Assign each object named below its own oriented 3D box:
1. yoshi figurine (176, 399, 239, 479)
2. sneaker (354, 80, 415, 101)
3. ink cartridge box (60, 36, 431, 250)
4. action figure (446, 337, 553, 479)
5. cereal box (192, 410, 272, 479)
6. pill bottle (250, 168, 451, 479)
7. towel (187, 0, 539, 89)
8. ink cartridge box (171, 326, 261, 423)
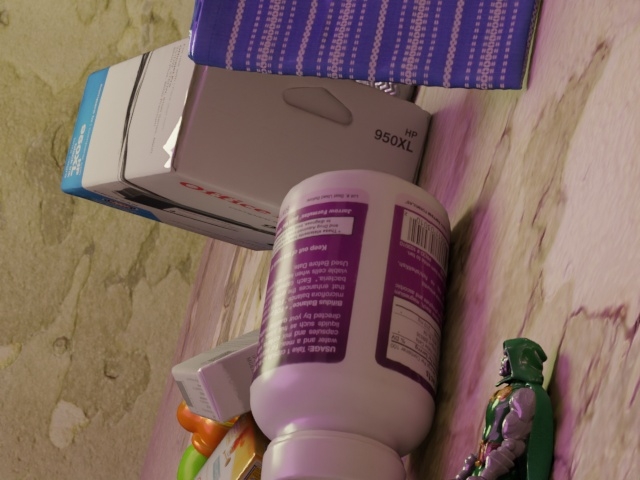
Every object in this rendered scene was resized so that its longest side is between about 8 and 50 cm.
[{"bbox_3d":[-0.164,0.388,2.088,0.203,0.204,0.362,-40,-37,-79],"label":"yoshi figurine"},{"bbox_3d":[0.046,-0.276,1.936,0.366,0.210,0.137,43,126,39],"label":"sneaker"},{"bbox_3d":[-0.099,-0.102,1.776,0.395,0.285,0.166,-3,71,64],"label":"ink cartridge box"},{"bbox_3d":[0.122,0.181,1.082,0.137,0.063,0.232,128,157,-75],"label":"action figure"},{"bbox_3d":[-0.122,0.295,1.587,0.240,0.047,0.173,-54,11,7],"label":"cereal box"},{"bbox_3d":[0.026,0.100,1.400,0.169,0.169,0.301,120,162,-58],"label":"pill bottle"},{"bbox_3d":[0.044,-0.266,1.420,0.040,0.336,0.243,34,-115,-65],"label":"towel"},{"bbox_3d":[-0.022,0.110,1.658,0.066,0.261,0.296,65,169,-1],"label":"ink cartridge box"}]
